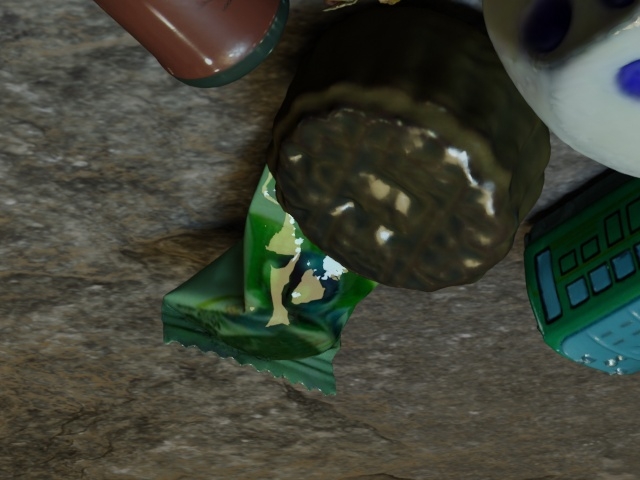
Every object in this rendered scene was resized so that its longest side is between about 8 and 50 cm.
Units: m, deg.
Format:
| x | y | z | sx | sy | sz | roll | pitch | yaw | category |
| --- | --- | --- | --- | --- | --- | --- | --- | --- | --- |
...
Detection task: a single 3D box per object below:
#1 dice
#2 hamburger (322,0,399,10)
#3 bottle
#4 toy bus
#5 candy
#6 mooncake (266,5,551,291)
| x | y | z | sx | sy | sz | roll | pitch | yaw | category |
| --- | --- | --- | --- | --- | --- | --- | --- | --- | --- |
| 0.305 | -0.216 | 1.376 | 0.251 | 0.259 | 0.243 | 22 | 142 | -30 | dice |
| 0.045 | -0.292 | 1.338 | 0.155 | 0.245 | 0.282 | 7 | 125 | -7 | hamburger |
| -0.168 | -0.278 | 1.401 | 0.144 | 0.144 | 0.336 | -15 | 145 | 26 | bottle |
| 0.401 | 0.018 | 1.847 | 0.183 | 0.199 | 0.343 | 19 | 144 | -27 | toy bus |
| 0.001 | 0.005 | 1.880 | 0.263 | 0.172 | 0.398 | 12 | 136 | -27 | candy |
| 0.086 | -0.082 | 1.630 | 0.290 | 0.161 | 0.290 | 15 | 137 | 14 | mooncake |
